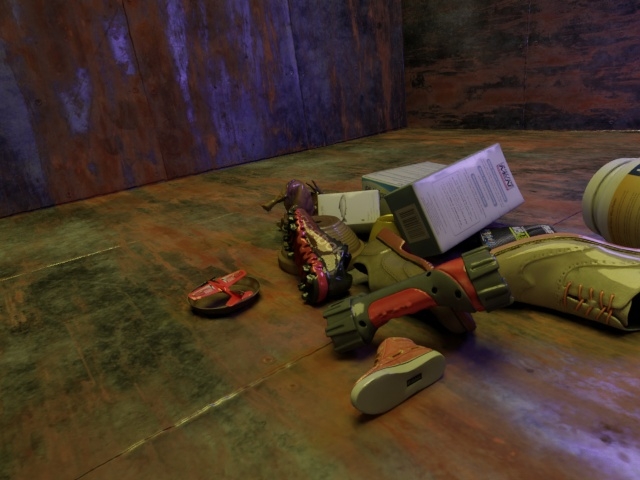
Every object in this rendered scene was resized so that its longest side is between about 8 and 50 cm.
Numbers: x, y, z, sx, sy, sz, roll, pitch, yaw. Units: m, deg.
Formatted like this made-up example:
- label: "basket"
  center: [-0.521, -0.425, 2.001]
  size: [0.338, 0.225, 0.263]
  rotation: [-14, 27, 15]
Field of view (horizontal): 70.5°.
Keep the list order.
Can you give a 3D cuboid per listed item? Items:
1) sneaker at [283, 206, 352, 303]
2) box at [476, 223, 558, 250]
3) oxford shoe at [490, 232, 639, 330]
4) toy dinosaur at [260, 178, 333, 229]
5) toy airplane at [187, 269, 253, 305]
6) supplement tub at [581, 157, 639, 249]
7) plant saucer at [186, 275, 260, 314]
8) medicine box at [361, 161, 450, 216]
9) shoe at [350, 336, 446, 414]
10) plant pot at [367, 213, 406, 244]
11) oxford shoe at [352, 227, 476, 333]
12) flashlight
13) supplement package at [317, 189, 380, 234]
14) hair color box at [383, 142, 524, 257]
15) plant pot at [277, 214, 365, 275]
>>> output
- label: "sneaker"
  center: [-0.004, 0.025, 1.066]
  size: [0.135, 0.097, 0.276]
  rotation: [-4, 47, -21]
- label: "box"
  center: [0.490, 0.012, 1.111]
  size: [0.184, 0.045, 0.190]
  rotation: [-5, 19, 14]
- label: "oxford shoe"
  center: [0.482, 0.077, 0.804]
  size: [0.398, 0.140, 0.146]
  rotation: [-1, 28, 22]
- label: "toy dinosaur"
  center: [-0.062, -0.127, 1.426]
  size: [0.127, 0.295, 0.200]
  rotation: [35, 81, 27]
- label: "toy airplane"
  center: [-0.210, 0.109, 1.009]
  size: [0.151, 0.028, 0.151]
  rotation: [-7, 21, 3]
- label: "supplement tub"
  center: [0.746, -0.055, 0.944]
  size: [0.229, 0.228, 0.316]
  rotation: [-11, 20, -12]
- label: "plant saucer"
  center: [-0.220, 0.128, 1.046]
  size: [0.169, 0.029, 0.168]
  rotation: [-5, 20, 2]
- label: "medicine box"
  center: [0.321, -0.145, 1.445]
  size: [0.290, 0.149, 0.263]
  rotation: [-16, 22, -22]
- label: "shoe"
  center: [0.102, 0.201, 0.694]
  size: [0.178, 0.063, 0.081]
  rotation: [-13, 19, -32]
- label: "plant pot"
  center: [0.188, -0.015, 1.209]
  size: [0.135, 0.095, 0.134]
  rotation: [-7, 20, 2]
- label: "oxford shoe"
  center: [0.179, 0.100, 0.925]
  size: [0.130, 0.123, 0.348]
  rotation: [-40, 29, 0]
- label: "flashlight"
  center: [0.154, 0.110, 0.755]
  size: [0.304, 0.103, 0.103]
  rotation: [-25, -2, 18]
- label: "supplement package"
  center: [0.087, -0.079, 1.352]
  size: [0.180, 0.105, 0.105]
  rotation: [-5, -15, 7]
- label: "hair color box"
  center: [0.365, -0.111, 1.206]
  size: [0.375, 0.185, 0.114]
  rotation: [-26, 3, -32]
- label: "plant pot"
  center: [0.000, 0.000, 1.211]
  size: [0.238, 0.109, 0.237]
  rotation: [-5, 20, 2]
